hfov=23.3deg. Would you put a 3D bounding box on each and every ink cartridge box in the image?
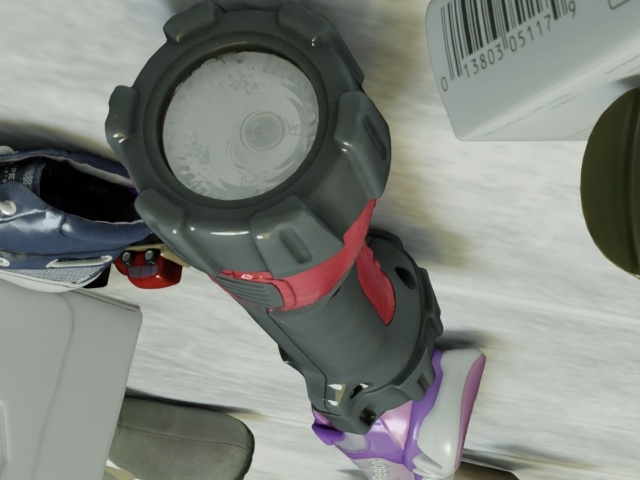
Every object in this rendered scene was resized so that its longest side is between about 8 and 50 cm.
[{"bbox_3d":[0.179,-0.079,0.486,0.232,0.066,0.189,-6,170,-29],"label":"ink cartridge box"},{"bbox_3d":[-0.260,0.109,0.879,0.197,0.198,0.270,20,165,-28],"label":"ink cartridge box"}]

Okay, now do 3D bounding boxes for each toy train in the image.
[{"bbox_3d":[-0.090,0.009,0.828,0.158,0.036,0.027,-5,157,33],"label":"toy train"}]

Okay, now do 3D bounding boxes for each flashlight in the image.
[{"bbox_3d":[0.000,0.000,0.694,0.103,0.103,0.304,-30,159,3],"label":"flashlight"}]

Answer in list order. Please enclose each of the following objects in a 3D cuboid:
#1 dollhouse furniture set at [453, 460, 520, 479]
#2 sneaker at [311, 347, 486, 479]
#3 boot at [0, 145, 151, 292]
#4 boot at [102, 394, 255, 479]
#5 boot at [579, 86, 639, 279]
[{"bbox_3d":[0.097,0.307,1.318,0.135,0.262,0.259,16,-167,-26],"label":"dollhouse furniture set"},{"bbox_3d":[0.045,0.124,1.035,0.104,0.095,0.236,13,156,6],"label":"sneaker"},{"bbox_3d":[-0.175,-0.026,0.741,0.190,0.069,0.086,11,155,-32],"label":"boot"},{"bbox_3d":[-0.181,0.140,1.179,0.246,0.083,0.161,4,154,8],"label":"boot"},{"bbox_3d":[0.230,-0.005,0.522,0.236,0.089,0.269,7,176,29],"label":"boot"}]
